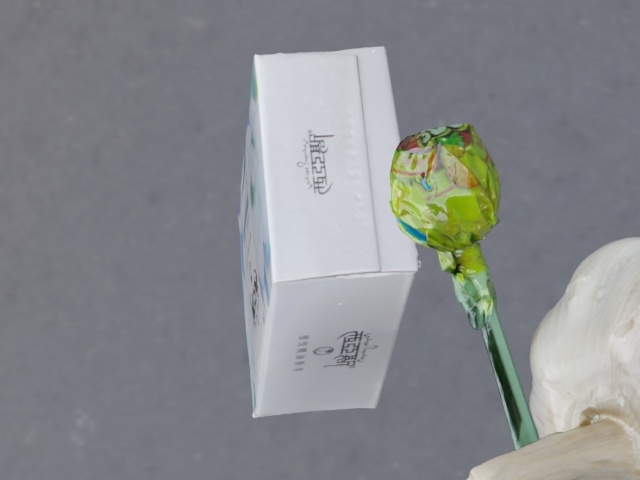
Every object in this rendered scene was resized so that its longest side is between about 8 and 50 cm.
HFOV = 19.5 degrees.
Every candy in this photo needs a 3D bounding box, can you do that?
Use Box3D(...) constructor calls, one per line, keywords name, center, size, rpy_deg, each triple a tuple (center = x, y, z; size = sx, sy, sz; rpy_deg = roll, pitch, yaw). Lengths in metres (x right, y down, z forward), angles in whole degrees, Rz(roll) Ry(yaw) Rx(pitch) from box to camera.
Box3D(name="candy", center=(0.108, 0.043, 1.256), size=(0.077, 0.073, 0.262), rpy_deg=(-116, 6, -64))

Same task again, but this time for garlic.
Box3D(name="garlic", center=(0.167, 0.101, 1.048), size=(0.199, 0.226, 0.199), rpy_deg=(19, 115, 47))

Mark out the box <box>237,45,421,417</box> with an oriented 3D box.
Box3D(name="box", center=(-0.003, 0.000, 1.528), size=(0.274, 0.116, 0.203), rpy_deg=(101, 164, -63))
